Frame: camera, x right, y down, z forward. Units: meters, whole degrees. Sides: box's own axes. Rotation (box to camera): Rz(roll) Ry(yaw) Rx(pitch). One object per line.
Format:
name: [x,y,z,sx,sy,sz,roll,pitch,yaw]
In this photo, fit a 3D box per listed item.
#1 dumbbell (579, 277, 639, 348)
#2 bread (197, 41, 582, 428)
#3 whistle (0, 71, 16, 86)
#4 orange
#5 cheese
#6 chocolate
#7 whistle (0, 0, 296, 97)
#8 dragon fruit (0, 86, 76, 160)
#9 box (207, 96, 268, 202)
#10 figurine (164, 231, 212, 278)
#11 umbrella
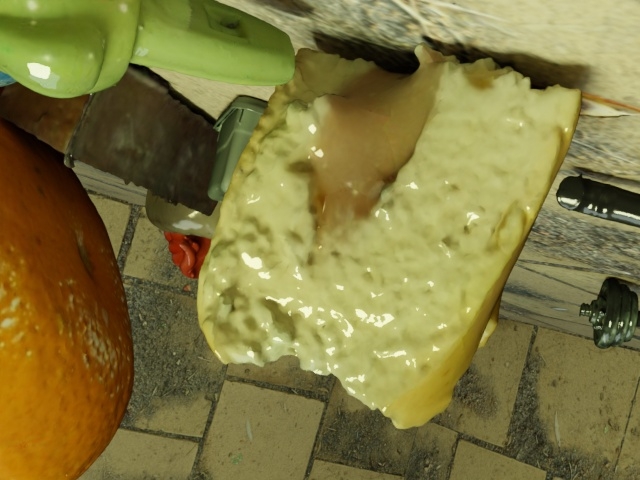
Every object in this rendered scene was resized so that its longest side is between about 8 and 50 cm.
dumbbell: [0.524,0.125,1.299,0.255,0.110,0.110,9,174,10]
bread: [0.047,-0.014,0.586,0.184,0.224,0.211,21,-176,8]
whistle: [-0.238,-0.154,0.607,0.090,0.090,0.158,17,176,-15]
orange: [-0.373,0.071,0.843,0.326,0.423,0.424,-20,175,-1]
cheese: [-0.180,-0.056,1.418,0.218,0.117,0.235,15,179,-9]
chocolate: [-0.199,-0.115,0.897,0.112,0.111,0.321,25,180,19]
whistle: [-0.149,-0.139,0.428,0.294,0.141,0.141,-2,-179,-18]
dragon fruit: [-0.338,-0.145,1.038,0.282,0.100,0.344,13,178,-26]
box: [-0.052,-0.074,0.867,0.124,0.092,0.172,17,175,-12]
figurine: [-0.188,-0.011,1.611,0.257,0.208,0.181,11,150,17]
umbrella: [0.308,-0.012,0.656,0.248,0.070,0.071,21,179,28]
